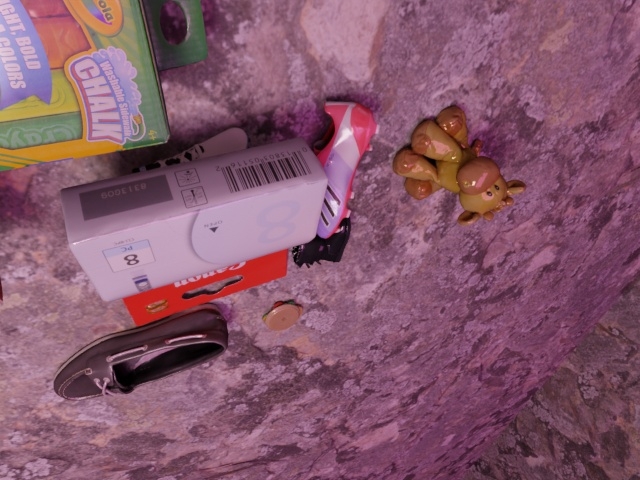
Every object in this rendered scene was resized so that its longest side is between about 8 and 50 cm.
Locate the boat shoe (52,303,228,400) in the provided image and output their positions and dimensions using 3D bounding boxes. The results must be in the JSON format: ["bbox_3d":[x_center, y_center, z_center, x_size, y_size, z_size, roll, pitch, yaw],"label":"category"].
[{"bbox_3d":[-0.333,0.226,0.813,0.334,0.096,0.112,-24,136,-9],"label":"boat shoe"}]

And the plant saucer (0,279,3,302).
[{"bbox_3d":[-0.466,-0.044,0.412,0.258,0.048,0.259,19,151,1],"label":"plant saucer"}]

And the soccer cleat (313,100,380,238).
[{"bbox_3d":[0.019,-0.115,0.737,0.095,0.083,0.248,12,125,-12],"label":"soccer cleat"}]

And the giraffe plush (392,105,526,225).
[{"bbox_3d":[0.263,-0.115,0.797,0.210,0.171,0.181,22,114,-40],"label":"giraffe plush"}]

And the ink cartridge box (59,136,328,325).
[{"bbox_3d":[-0.166,0.035,0.671,0.307,0.091,0.385,-18,150,-19],"label":"ink cartridge box"}]

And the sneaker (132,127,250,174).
[{"bbox_3d":[-0.205,-0.089,0.619,0.237,0.085,0.086,-35,141,1],"label":"sneaker"}]

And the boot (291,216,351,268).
[{"bbox_3d":[0.000,-0.001,0.844,0.099,0.045,0.121,0,126,-22],"label":"boot"}]

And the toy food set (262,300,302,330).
[{"bbox_3d":[-0.083,0.166,0.956,0.083,0.020,0.082,-41,135,9],"label":"toy food set"}]

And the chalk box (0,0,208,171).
[{"bbox_3d":[-0.255,-0.198,0.426,0.288,0.179,0.180,-15,134,-17],"label":"chalk box"}]
